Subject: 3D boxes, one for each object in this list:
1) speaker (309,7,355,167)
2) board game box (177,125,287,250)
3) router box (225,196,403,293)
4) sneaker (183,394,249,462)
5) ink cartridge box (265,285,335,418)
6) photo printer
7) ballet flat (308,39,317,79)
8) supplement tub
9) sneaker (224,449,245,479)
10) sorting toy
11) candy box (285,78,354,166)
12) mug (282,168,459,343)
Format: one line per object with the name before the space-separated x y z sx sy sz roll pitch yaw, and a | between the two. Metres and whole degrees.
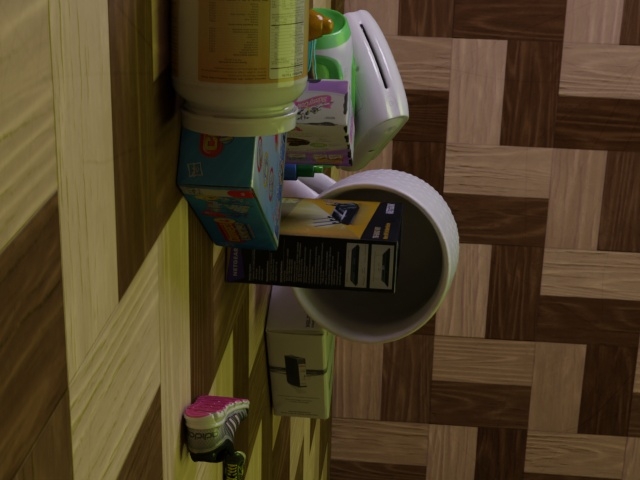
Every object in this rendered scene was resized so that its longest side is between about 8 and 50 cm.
speaker | -0.002 -0.287 2.441 0.131 0.131 0.296 -81 173 -50
board game box | -0.096 -0.170 1.580 0.302 0.086 0.308 74 19 -76
router box | 0.000 0.000 1.932 0.309 0.243 0.081 -69 162 -78
sneaker | -0.131 0.236 1.592 0.170 0.063 0.074 -9 102 -80
ink cartridge box | -0.033 0.183 2.449 0.272 0.114 0.197 89 6 -48
photo printer | 0.072 -0.304 2.584 0.307 0.107 0.256 130 -58 -68
ballet flat | -0.045 -0.281 2.230 0.087 0.083 0.247 -126 -141 -74
supplement tub | -0.084 -0.217 1.329 0.144 0.144 0.199 -73 166 -72
sneaker | -0.127 0.339 1.892 0.083 0.031 0.035 88 7 -50
sorting toy | -0.040 -0.232 2.009 0.127 0.126 0.365 -82 173 -49
candy box | -0.037 -0.168 1.833 0.196 0.165 0.070 76 18 -76
mug | 0.070 -0.020 2.257 0.276 0.374 0.328 -55 177 16
